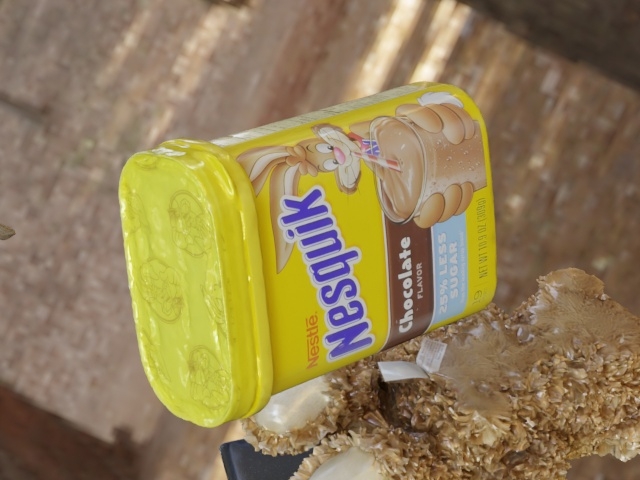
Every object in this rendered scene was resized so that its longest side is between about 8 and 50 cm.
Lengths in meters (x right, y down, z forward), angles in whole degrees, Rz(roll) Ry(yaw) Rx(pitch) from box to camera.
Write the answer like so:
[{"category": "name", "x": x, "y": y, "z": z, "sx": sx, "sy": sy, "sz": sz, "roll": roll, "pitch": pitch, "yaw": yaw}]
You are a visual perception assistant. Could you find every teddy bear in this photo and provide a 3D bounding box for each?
[{"category": "teddy bear", "x": 0.096, "y": 0.128, "z": 1.308, "sx": 0.338, "sy": 0.245, "sz": 0.113, "roll": -31, "pitch": -32, "yaw": -42}]

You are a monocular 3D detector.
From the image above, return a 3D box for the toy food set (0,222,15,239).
[{"category": "toy food set", "x": -0.255, "y": 0.025, "z": 1.124, "sx": 0.122, "sy": 0.019, "sz": 0.078, "roll": -32, "pitch": -27, "yaw": 12}]

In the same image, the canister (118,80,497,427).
[{"category": "canister", "x": 0.000, "y": 0.000, "z": 0.816, "sx": 0.073, "sy": 0.170, "sz": 0.126, "roll": 14, "pitch": 116, "yaw": 48}]

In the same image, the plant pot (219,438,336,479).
[{"category": "plant pot", "x": 0.018, "y": 0.277, "z": 1.645, "sx": 0.187, "sy": 0.188, "sz": 0.167, "roll": 80, "pitch": 180, "yaw": -65}]
